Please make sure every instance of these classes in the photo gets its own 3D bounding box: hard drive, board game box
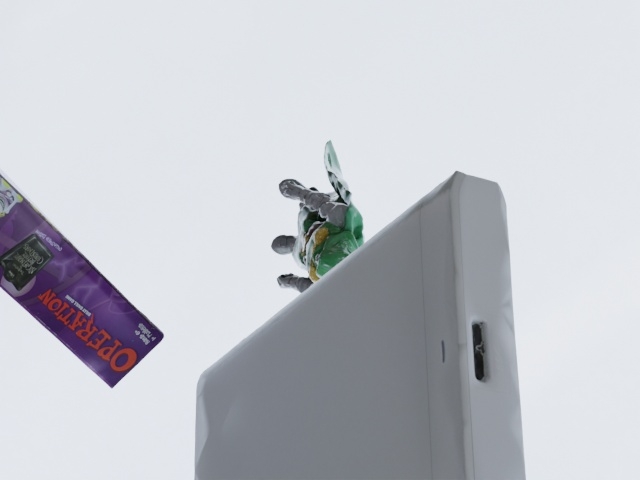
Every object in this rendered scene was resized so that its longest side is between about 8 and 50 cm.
[{"bbox_3d":[0.010,0.117,0.966,0.307,0.040,0.203,-39,-136,51],"label":"hard drive"},{"bbox_3d":[-0.235,-0.064,0.964,0.056,0.208,0.347,-48,-139,-3],"label":"board game box"}]

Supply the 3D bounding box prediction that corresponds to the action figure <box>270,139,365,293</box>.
[{"bbox_3d":[0.000,0.000,1.275,0.064,0.137,0.232,4,-172,-9],"label":"action figure"}]
